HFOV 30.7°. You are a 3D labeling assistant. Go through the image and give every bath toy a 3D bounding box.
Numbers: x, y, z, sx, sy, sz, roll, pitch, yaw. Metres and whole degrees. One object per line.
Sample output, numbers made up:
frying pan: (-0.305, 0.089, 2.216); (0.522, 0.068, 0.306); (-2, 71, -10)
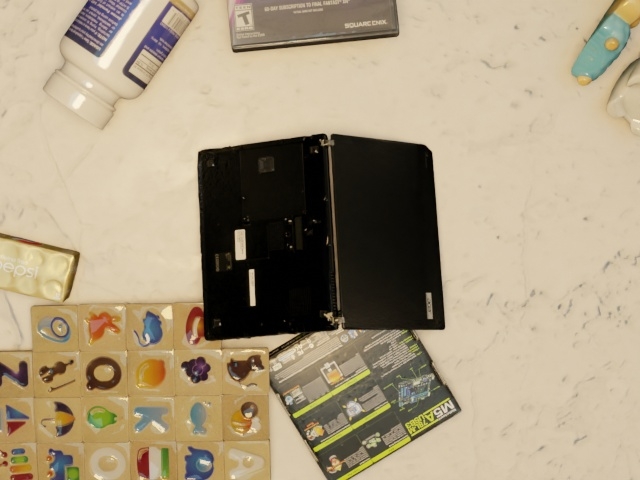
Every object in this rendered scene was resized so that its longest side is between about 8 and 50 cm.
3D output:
bath toy: (0.478, -0.162, 1.419); (0.348, 0.129, 0.151); (40, 134, -4)

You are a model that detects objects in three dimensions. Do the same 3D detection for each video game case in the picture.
video game case: (-0.019, -0.364, 1.364); (0.196, 0.026, 0.274); (-6, 85, 0)

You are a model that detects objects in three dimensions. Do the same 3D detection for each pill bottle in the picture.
pill bottle: (-0.237, -0.229, 1.358); (0.112, 0.112, 0.186); (35, 90, -6)

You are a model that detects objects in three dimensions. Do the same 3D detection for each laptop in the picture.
laptop: (0.000, 0.000, 1.410); (0.264, 0.136, 0.234); (-7, 80, 18)

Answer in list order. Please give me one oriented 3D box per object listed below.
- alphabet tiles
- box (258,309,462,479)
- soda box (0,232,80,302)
alphabet tiles: (-0.232, 0.216, 1.415); (0.343, 0.011, 0.285); (-1, 98, 1)
box: (0.048, 0.179, 1.440); (0.191, 0.045, 0.184); (-32, 97, -2)
soda box: (-0.384, 0.023, 1.389); (0.181, 0.058, 0.061); (14, 92, -5)
